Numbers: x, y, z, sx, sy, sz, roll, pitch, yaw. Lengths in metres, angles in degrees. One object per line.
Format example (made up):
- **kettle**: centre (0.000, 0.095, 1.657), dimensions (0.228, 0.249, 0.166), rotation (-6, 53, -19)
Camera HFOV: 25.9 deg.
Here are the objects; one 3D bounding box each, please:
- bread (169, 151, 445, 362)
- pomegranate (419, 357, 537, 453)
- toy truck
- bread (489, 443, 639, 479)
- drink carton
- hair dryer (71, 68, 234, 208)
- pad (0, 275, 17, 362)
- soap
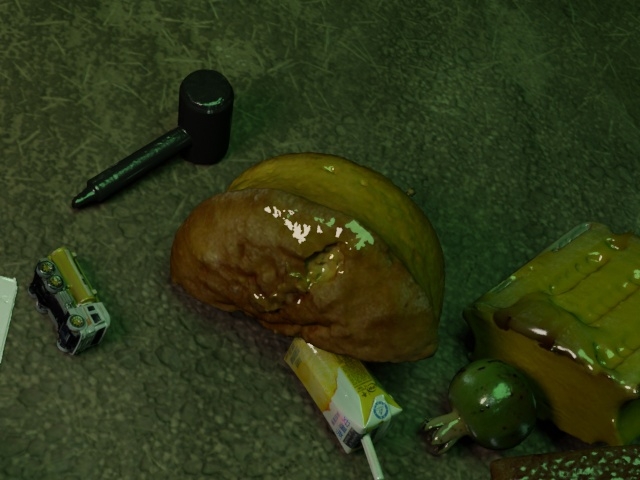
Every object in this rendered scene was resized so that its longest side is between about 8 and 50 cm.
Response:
- **bread**: centre (0.000, 0.000, 1.621), dimensions (0.340, 0.179, 0.194), rotation (20, 38, 17)
- **pomegranate**: centre (0.190, 0.206, 1.671), dimensions (0.142, 0.114, 0.114), rotation (-30, 69, -10)
- **toy truck**: centre (-0.287, 0.067, 1.598), dimensions (0.063, 0.052, 0.123), rotation (-15, 62, -38)
- **bread**: centre (0.408, 0.314, 1.591), dimensions (0.417, 0.113, 0.165), rotation (-6, 54, 0)
- **drink carton**: centre (0.040, 0.188, 1.627), dimensions (0.074, 0.084, 0.200), rotation (-19, 63, -35)
- **hair dryer**: centre (-0.213, -0.117, 1.737), dimensions (0.248, 0.114, 0.070), rotation (-33, 64, -29)
- **pad**: centre (-0.462, 0.080, 1.545), dimensions (0.232, 0.004, 0.156), rotation (14, 52, -13)
- **soap**: centre (0.358, 0.107, 1.761), dimensions (0.259, 0.143, 0.281), rotation (29, 46, 34)
